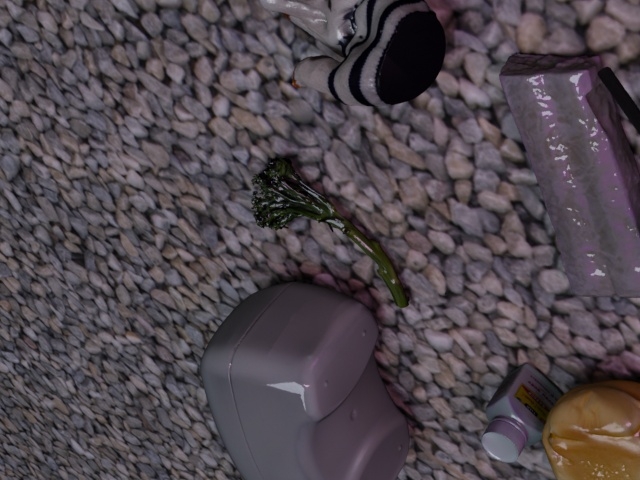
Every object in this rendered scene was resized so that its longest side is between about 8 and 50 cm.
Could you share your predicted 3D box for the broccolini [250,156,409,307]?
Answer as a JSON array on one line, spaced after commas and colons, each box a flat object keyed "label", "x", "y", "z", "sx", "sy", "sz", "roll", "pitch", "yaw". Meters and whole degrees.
[{"label": "broccolini", "x": 0.007, "y": 0.005, "z": 1.363, "sx": 0.271, "sy": 0.062, "sz": 0.123, "roll": 44, "pitch": 151, "yaw": -5}]

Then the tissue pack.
[{"label": "tissue pack", "x": -0.032, "y": 0.231, "z": 1.450, "sx": 0.236, "sy": 0.229, "sz": 0.333, "roll": 5, "pitch": 128, "yaw": 34}]

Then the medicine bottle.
[{"label": "medicine bottle", "x": 0.253, "y": 0.223, "z": 1.295, "sx": 0.074, "sy": 0.118, "sz": 0.055, "roll": 45, "pitch": 142, "yaw": -1}]

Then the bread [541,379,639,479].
[{"label": "bread", "x": 0.385, "y": 0.296, "z": 1.247, "sx": 0.173, "sy": 0.121, "sz": 0.311, "roll": -2, "pitch": 123, "yaw": 37}]

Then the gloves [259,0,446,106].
[{"label": "gloves", "x": 0.033, "y": -0.229, "z": 1.091, "sx": 0.219, "sy": 0.131, "sz": 0.140, "roll": 47, "pitch": 156, "yaw": 48}]

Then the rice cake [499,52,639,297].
[{"label": "rice cake", "x": 0.282, "y": -0.060, "z": 1.072, "sx": 0.106, "sy": 0.050, "sz": 0.298, "roll": -2, "pitch": 123, "yaw": 40}]

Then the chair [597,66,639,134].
[{"label": "chair", "x": 0.366, "y": -0.063, "z": 0.850, "sx": 0.172, "sy": 0.158, "sz": 0.247, "roll": -32, "pitch": 76, "yaw": 52}]
